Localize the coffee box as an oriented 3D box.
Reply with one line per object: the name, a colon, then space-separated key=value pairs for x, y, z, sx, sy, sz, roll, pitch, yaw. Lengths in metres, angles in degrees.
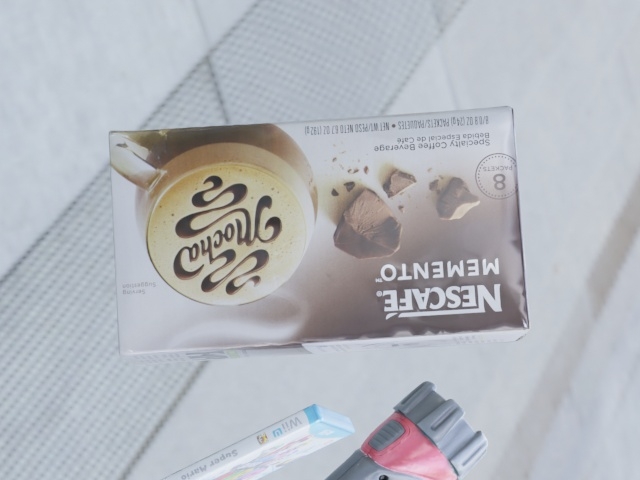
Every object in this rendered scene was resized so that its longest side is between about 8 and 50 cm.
coffee box: x=0.000 y=0.000 z=1.356 sx=0.119 sy=0.297 sz=0.168 roll=82 pitch=5 yaw=-82

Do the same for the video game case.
video game case: x=-0.062 y=0.163 z=1.304 sx=0.015 sy=0.166 sz=0.119 roll=65 pitch=7 yaw=15

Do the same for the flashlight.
flashlight: x=0.029 y=0.276 z=1.823 sx=0.103 sy=0.304 sz=0.103 roll=45 pitch=-10 yaw=11
